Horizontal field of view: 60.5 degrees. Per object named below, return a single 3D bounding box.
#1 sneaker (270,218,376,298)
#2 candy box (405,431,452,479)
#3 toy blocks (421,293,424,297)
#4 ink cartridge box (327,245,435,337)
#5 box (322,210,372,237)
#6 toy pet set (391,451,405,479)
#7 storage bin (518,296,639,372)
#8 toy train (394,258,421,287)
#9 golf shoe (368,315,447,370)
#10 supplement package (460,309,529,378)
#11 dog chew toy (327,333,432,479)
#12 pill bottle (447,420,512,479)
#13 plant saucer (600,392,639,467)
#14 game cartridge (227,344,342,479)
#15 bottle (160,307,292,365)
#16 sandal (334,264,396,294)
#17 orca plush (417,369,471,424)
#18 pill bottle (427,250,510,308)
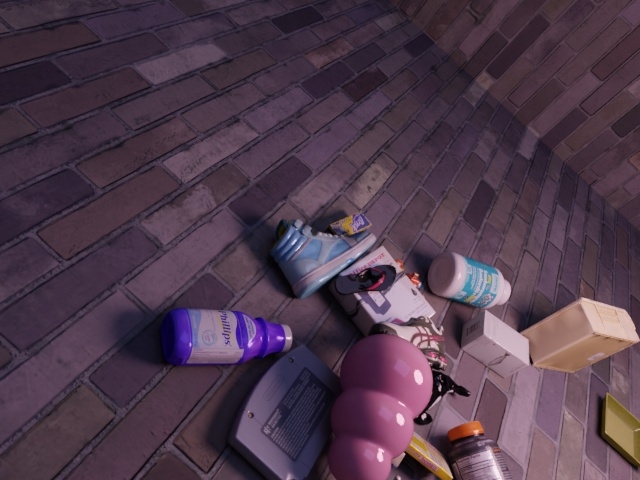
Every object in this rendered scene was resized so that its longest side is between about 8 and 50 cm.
[{"bbox_3d":[0.000,0.000,1.491,0.319,0.127,0.208,-31,77,-41],"label":"sneaker"},{"bbox_3d":[0.220,0.482,1.304,0.206,0.027,0.105,39,4,-4],"label":"candy box"},{"bbox_3d":[0.229,0.175,1.599,0.148,0.054,0.123,28,42,-16],"label":"toy blocks"},{"bbox_3d":[0.163,0.159,1.489,0.172,0.100,0.237,-31,77,-29],"label":"ink cartridge box"},{"bbox_3d":[0.081,-0.033,1.661,0.169,0.054,0.059,-25,73,-49],"label":"box"},{"bbox_3d":[0.132,0.506,1.244,0.122,0.065,0.114,38,75,-1],"label":"toy pet set"},{"bbox_3d":[0.859,0.323,1.819,0.260,0.262,0.123,14,48,-30],"label":"storage bin"},{"bbox_3d":[0.226,0.081,1.645,0.166,0.046,0.125,25,12,-17],"label":"toy train"},{"bbox_3d":[0.216,0.236,1.359,0.273,0.105,0.120,32,61,-40],"label":"golf shoe"},{"bbox_3d":[0.535,0.318,1.682,0.179,0.105,0.105,34,40,-9],"label":"supplement package"},{"bbox_3d":[0.114,0.368,1.168,0.206,0.206,0.332,33,56,-11],"label":"dog chew toy"},{"bbox_3d":[0.390,0.569,1.324,0.130,0.130,0.246,8,51,-34],"label":"pill bottle"},{"bbox_3d":[1.001,0.637,1.826,0.188,0.045,0.188,42,40,0],"label":"plant saucer"},{"bbox_3d":[-0.064,0.371,1.191,0.198,0.062,0.297,40,40,3],"label":"game cartridge"},{"bbox_3d":[-0.196,0.211,1.191,0.283,0.092,0.118,9,47,-34],"label":"bottle"},{"bbox_3d":[0.124,0.101,1.421,0.179,0.040,0.067,-12,68,-22],"label":"sandal"},{"bbox_3d":[0.294,0.389,1.425,0.287,0.102,0.151,12,49,-32],"label":"orca plush"},{"bbox_3d":[0.487,0.135,1.771,0.264,0.146,0.146,17,46,-26],"label":"pill bottle"}]
